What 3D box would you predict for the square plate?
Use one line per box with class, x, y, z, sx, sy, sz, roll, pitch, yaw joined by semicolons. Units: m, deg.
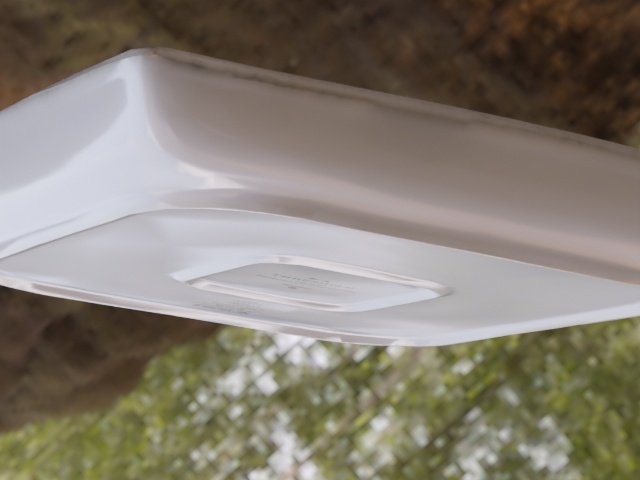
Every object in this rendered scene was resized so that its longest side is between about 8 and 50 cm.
square plate;0.000;0.000;0.892;0.347;0.344;0.049;11;-104;-29
